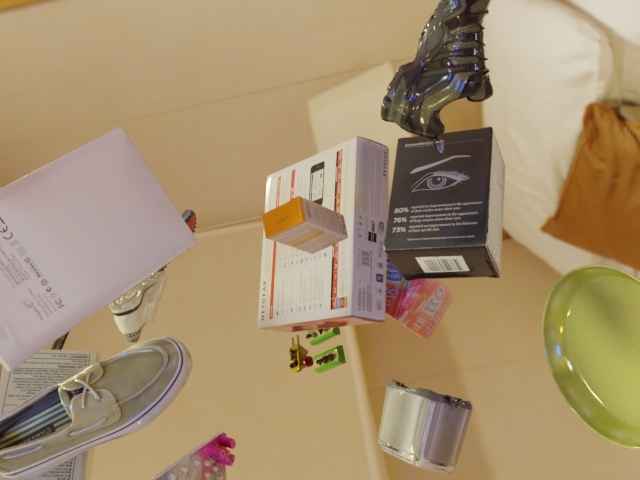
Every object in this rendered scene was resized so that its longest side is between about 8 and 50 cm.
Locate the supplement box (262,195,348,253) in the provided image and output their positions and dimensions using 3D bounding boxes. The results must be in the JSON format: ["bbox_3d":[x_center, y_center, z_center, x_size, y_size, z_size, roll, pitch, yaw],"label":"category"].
[{"bbox_3d":[-0.019,-0.018,0.862,0.098,0.062,0.036,21,-128,-51],"label":"supplement box"}]

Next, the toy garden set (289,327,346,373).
[{"bbox_3d":[-0.035,0.201,1.637,0.204,0.049,0.244,-35,61,51],"label":"toy garden set"}]

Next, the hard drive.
[{"bbox_3d":[-0.344,0.001,0.916,0.040,0.307,0.203,-20,106,55],"label":"hard drive"}]

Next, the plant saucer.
[{"bbox_3d":[0.387,0.146,0.876,0.241,0.037,0.240,169,90,-67],"label":"plant saucer"}]

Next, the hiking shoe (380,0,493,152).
[{"bbox_3d":[0.171,-0.224,0.823,0.227,0.114,0.086,-58,1,19],"label":"hiking shoe"}]

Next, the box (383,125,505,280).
[{"bbox_3d":[0.193,-0.054,1.022,0.108,0.153,0.207,50,-135,-51],"label":"box"}]

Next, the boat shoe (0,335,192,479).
[{"bbox_3d":[-0.316,0.226,0.914,0.109,0.302,0.094,54,173,27],"label":"boat shoe"}]

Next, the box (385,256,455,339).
[{"bbox_3d":[0.180,0.110,1.425,0.128,0.122,0.257,33,178,28],"label":"box"}]

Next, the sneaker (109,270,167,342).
[{"bbox_3d":[-0.405,0.141,1.530,0.235,0.090,0.094,-68,-37,-67],"label":"sneaker"}]

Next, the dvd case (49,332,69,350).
[{"bbox_3d":[-0.714,0.342,1.758,0.238,0.030,0.179,-59,19,25],"label":"dvd case"}]

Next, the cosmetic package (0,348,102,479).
[{"bbox_3d":[-0.440,0.333,1.077,0.129,0.153,0.296,113,160,-60],"label":"cosmetic package"}]

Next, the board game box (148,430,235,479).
[{"bbox_3d":[-0.317,0.683,1.505,0.390,0.050,0.389,-21,-64,-58],"label":"board game box"}]

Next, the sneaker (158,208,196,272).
[{"bbox_3d":[-0.470,-0.001,1.944,0.125,0.262,0.104,37,169,16],"label":"sneaker"}]

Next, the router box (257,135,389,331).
[{"bbox_3d":[0.000,0.000,1.318,0.301,0.082,0.335,-15,68,51],"label":"router box"}]

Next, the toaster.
[{"bbox_3d":[0.211,0.374,1.360,0.227,0.129,0.146,-5,68,64],"label":"toaster"}]
